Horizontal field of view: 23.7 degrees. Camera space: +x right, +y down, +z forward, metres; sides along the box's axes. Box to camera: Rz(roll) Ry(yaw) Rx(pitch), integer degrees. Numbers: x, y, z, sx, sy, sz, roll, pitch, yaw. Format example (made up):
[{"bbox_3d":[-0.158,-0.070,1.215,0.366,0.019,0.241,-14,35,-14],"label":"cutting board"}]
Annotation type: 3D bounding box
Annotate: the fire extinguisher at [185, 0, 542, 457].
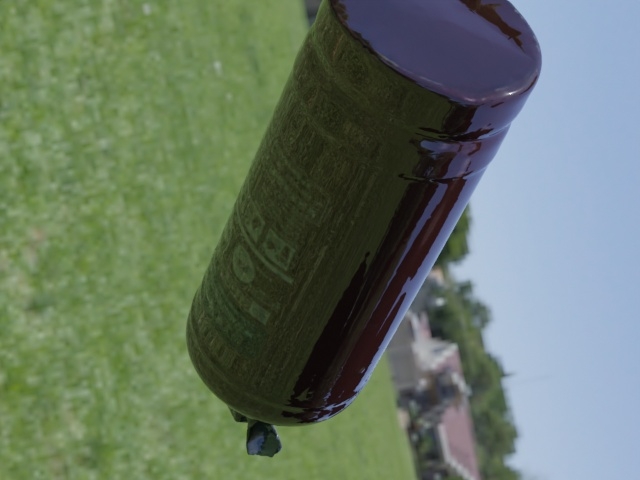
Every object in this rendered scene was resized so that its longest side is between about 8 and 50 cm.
[{"bbox_3d":[0.000,0.000,0.852,0.135,0.114,0.337,-105,-150,-41],"label":"fire extinguisher"}]
